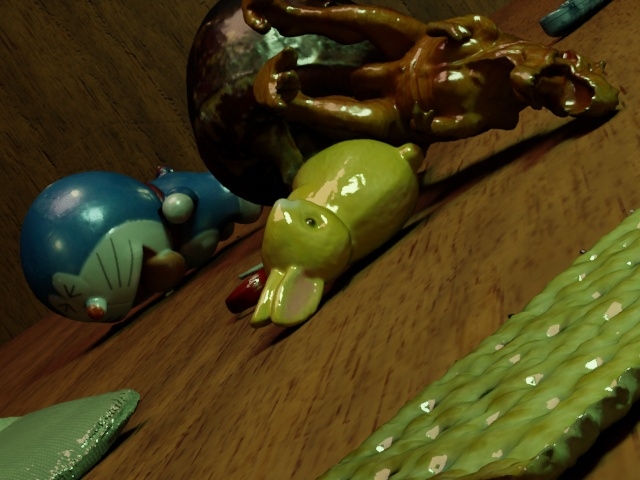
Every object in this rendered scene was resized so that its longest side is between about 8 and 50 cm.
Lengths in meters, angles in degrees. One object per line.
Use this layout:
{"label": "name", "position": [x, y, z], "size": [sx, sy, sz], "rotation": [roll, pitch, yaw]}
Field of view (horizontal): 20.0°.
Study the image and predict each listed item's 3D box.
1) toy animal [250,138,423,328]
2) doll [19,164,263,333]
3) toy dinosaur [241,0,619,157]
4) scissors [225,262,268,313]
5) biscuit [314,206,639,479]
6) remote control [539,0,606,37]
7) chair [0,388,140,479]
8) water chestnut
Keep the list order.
{"label": "toy animal", "position": [0.001, -0.003, 1.073], "size": [0.083, 0.070, 0.159], "rotation": [-28, 13, 39]}
{"label": "doll", "position": [-0.189, 0.000, 1.900], "size": [0.257, 0.161, 0.215], "rotation": [-19, -17, -31]}
{"label": "toy dinosaur", "position": [0.040, -0.103, 1.187], "size": [0.432, 0.208, 0.097], "rotation": [-178, 103, -73]}
{"label": "scissors", "position": [-0.017, 0.007, 1.363], "size": [0.144, 0.017, 0.247], "rotation": [-34, 4, -6]}
{"label": "biscuit", "position": [0.095, 0.016, 0.552], "size": [0.231, 0.016, 0.139], "rotation": [-38, 6, -32]}
{"label": "remote control", "position": [0.261, -0.232, 1.750], "size": [0.152, 0.027, 0.043], "rotation": [-37, -1, -41]}
{"label": "chair", "position": [-0.276, 0.112, 1.130], "size": [0.160, 0.186, 0.319], "rotation": [-32, 0, -40]}
{"label": "water chestnut", "position": [-0.018, -0.122, 1.680], "size": [0.223, 0.238, 0.224], "rotation": [-13, -29, -7]}
